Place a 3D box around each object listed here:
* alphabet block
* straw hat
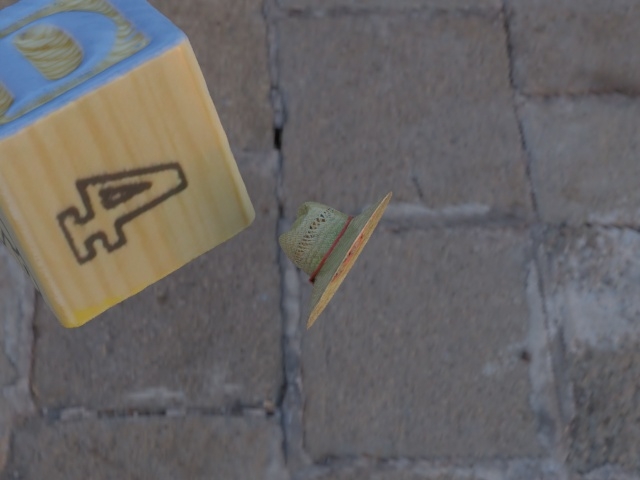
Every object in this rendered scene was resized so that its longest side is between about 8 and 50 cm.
[{"bbox_3d":[-0.199,-0.082,1.243,0.193,0.197,0.192,-30,41,-13],"label":"alphabet block"},{"bbox_3d":[0.000,0.000,1.228,0.061,0.144,0.144,31,59,4],"label":"straw hat"}]
